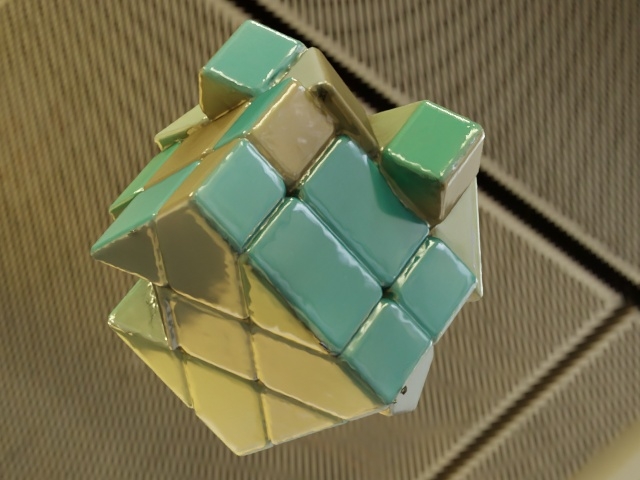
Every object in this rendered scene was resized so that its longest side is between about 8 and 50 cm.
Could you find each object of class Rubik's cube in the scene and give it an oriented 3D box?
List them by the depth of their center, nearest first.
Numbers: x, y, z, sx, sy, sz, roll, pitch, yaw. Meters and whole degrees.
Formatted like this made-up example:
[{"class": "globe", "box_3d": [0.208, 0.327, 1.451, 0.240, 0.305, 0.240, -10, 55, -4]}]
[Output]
[{"class": "Rubik's cube", "box_3d": [0.000, 0.000, 1.220, 0.265, 0.213, 0.224, 48, -36, -14]}]
